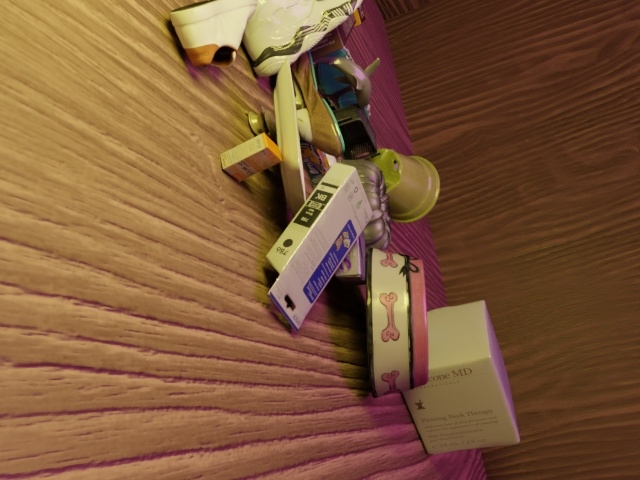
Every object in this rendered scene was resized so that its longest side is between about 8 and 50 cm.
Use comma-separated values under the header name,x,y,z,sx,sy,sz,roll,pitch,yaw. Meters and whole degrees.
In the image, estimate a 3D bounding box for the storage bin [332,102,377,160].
name,x,y,z,sx,sy,sz,roll,pitch,yaw
storage bin,0.111,-0.364,1.889,0.180,0.122,0.084,54,28,-47

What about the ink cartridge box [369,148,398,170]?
name,x,y,z,sx,sy,sz,roll,pitch,yaw
ink cartridge box,0.287,-0.313,2.412,0.212,0.093,0.154,-28,101,-73

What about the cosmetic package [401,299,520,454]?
name,x,y,z,sx,sy,sz,roll,pitch,yaw
cosmetic package,0.481,0.484,1.969,0.327,0.329,0.393,-70,140,-59

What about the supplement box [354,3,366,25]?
name,x,y,z,sx,sy,sz,roll,pitch,yaw
supplement box,0.042,-0.788,1.917,0.194,0.191,0.129,-70,141,-61

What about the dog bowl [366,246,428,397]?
name,x,y,z,sx,sy,sz,roll,pitch,yaw
dog bowl,0.211,0.219,1.513,0.408,0.150,0.408,-2,90,-81

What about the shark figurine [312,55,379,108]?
name,x,y,z,sx,sy,sz,roll,pitch,yaw
shark figurine,0.077,-0.499,1.691,0.278,0.166,0.116,20,45,-30

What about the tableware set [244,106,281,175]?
name,x,y,z,sx,sy,sz,roll,pitch,yaw
tableware set,-0.120,-0.229,1.276,0.141,0.020,0.168,-16,91,-72

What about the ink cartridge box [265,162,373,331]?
name,x,y,z,sx,sy,sz,roll,pitch,yaw
ink cartridge box,-0.010,0.011,1.160,0.332,0.065,0.165,-56,145,-24

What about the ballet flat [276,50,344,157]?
name,x,y,z,sx,sy,sz,roll,pitch,yaw
ballet flat,-0.047,-0.350,1.415,0.116,0.124,0.342,113,-40,-69

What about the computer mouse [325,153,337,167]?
name,x,y,z,sx,sy,sz,roll,pitch,yaw
computer mouse,0.023,-0.262,1.682,0.106,0.042,0.193,26,51,-68

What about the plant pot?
name,x,y,z,sx,sy,sz,roll,pitch,yaw
plant pot,0.281,-0.227,2.113,0.254,0.276,0.276,19,57,-55

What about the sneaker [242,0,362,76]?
name,x,y,z,sx,sy,sz,roll,pitch,yaw
sneaker,-0.060,-0.573,1.305,0.210,0.366,0.137,53,-14,-30

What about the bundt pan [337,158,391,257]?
name,x,y,z,sx,sy,sz,roll,pitch,yaw
bundt pan,0.143,-0.098,1.707,0.331,0.124,0.330,-7,90,-76

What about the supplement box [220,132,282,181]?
name,x,y,z,sx,sy,sz,roll,pitch,yaw
supplement box,-0.132,-0.157,1.055,0.062,0.098,0.036,38,33,-60

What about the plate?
name,x,y,z,sx,sy,sz,roll,pitch,yaw
plate,-0.065,-0.197,1.202,0.277,0.045,0.278,86,-3,-64

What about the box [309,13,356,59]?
name,x,y,z,sx,sy,sz,roll,pitch,yaw
box,-0.016,-0.637,1.631,0.381,0.191,0.143,-71,142,-59

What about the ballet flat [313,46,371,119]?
name,x,y,z,sx,sy,sz,roll,pitch,yaw
ballet flat,0.060,-0.542,1.903,0.409,0.147,0.147,56,25,-57

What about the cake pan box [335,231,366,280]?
name,x,y,z,sx,sy,sz,roll,pitch,yaw
cake pan box,0.076,-0.014,1.420,0.267,0.070,0.245,42,46,-78

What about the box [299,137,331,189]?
name,x,y,z,sx,sy,sz,roll,pitch,yaw
box,-0.018,-0.228,1.517,0.059,0.054,0.169,-66,138,-62

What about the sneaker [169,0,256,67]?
name,x,y,z,sx,sy,sz,roll,pitch,yaw
sneaker,-0.198,-0.412,1.092,0.290,0.106,0.123,-60,142,-55
